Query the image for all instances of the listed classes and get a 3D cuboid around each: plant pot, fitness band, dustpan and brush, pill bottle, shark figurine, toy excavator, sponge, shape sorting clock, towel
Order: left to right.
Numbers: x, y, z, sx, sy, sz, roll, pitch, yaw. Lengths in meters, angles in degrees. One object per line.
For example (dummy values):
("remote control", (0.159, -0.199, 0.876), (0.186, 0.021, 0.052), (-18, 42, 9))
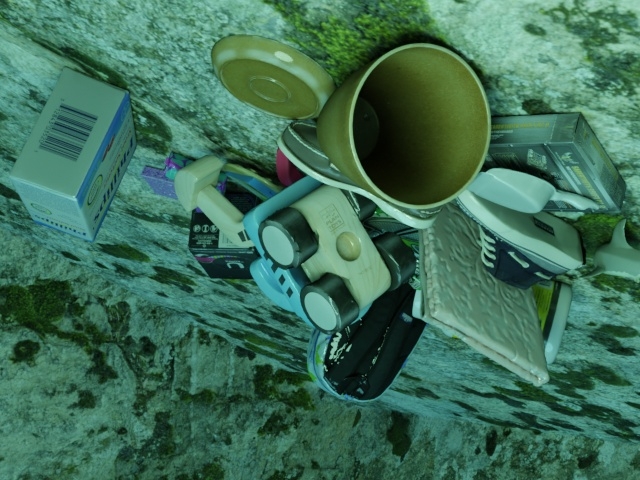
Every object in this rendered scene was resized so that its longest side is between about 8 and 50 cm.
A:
("sponge", (-0.334, -0.127, 2.164), (0.210, 0.031, 0.117), (14, 161, 13))
("shape sorting clock", (-0.124, -0.118, 1.937), (0.206, 0.040, 0.206), (32, 176, 3))
("plant pot", (-0.085, -0.274, 1.519), (0.236, 0.032, 0.236), (17, 161, 6))
("toy excavator", (-0.093, -0.009, 1.739), (0.445, 0.222, 0.433), (-23, 100, 55))
("fitness band", (0.012, -0.139, 1.773), (0.208, 0.054, 0.291), (20, 160, 6))
("plant pot", (0.097, -0.179, 1.364), (0.237, 0.237, 0.254), (29, 175, -25))
("towel", (0.313, 0.089, 1.703), (0.316, 0.332, 0.053), (30, 130, -26))
("pill bottle", (0.388, 0.151, 1.984), (0.333, 0.188, 0.188), (15, 161, 14))
("dustpan and brush", (0.355, -0.078, 1.432), (0.211, 0.060, 0.147), (26, 172, 1))
("shark figurine", (0.584, 0.018, 1.578), (0.166, 0.116, 0.278), (-9, -172, -35))

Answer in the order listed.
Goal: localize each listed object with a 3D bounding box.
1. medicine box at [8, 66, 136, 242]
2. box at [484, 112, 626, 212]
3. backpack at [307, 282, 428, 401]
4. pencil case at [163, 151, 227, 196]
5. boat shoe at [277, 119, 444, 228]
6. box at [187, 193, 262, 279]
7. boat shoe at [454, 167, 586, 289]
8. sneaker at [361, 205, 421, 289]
("medicine box", (-0.516, -0.174, 1.856), (0.149, 0.264, 0.289), (20, 161, -1))
("box", (0.378, -0.124, 1.439), (0.183, 0.056, 0.231), (2, 155, 40))
("backpack", (0.114, 0.244, 2.254), (0.290, 0.356, 0.273), (28, 160, -24))
("pencil case", (-0.285, -0.151, 2.002), (0.151, 0.065, 0.070), (21, 177, -5))
("boat shoe", (0.080, -0.138, 1.560), (0.324, 0.117, 0.097), (29, 132, 1))
("box", (-0.215, -0.003, 2.148), (0.165, 0.144, 0.270), (2, 162, 7))
("boat shoe", (0.337, -0.007, 1.636), (0.340, 0.127, 0.158), (29, 135, -28))
("sneaker", (0.188, 0.018, 1.813), (0.343, 0.146, 0.134), (16, 160, -19))
